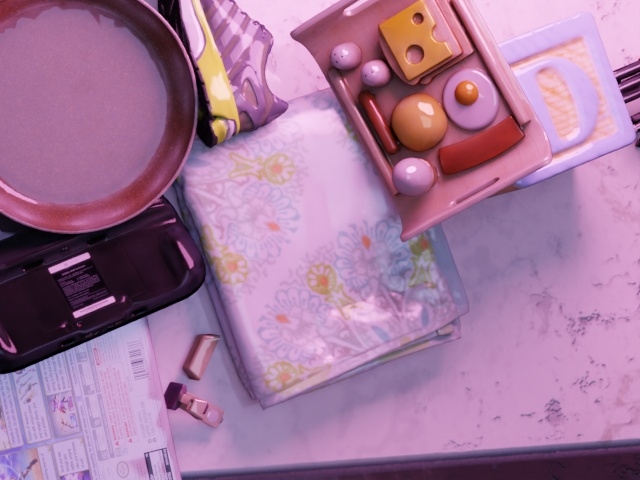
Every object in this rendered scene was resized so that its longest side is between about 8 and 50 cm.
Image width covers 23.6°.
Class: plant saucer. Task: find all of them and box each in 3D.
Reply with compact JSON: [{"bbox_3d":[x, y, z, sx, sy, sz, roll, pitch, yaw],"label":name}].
[{"bbox_3d":[-0.306,-0.165,1.872,0.310,0.050,0.311,-3,100,-15],"label":"plant saucer"}]

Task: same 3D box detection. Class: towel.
[{"bbox_3d":[0.000,0.000,2.006,0.320,0.090,0.375,-20,92,-18],"label":"towel"}]

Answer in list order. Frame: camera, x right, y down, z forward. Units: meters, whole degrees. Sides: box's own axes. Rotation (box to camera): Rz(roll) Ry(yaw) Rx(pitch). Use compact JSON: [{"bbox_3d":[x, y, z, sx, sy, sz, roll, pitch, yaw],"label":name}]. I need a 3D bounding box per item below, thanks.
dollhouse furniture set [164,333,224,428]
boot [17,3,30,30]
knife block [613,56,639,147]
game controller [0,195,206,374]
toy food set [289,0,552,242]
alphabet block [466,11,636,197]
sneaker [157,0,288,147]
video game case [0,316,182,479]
[{"bbox_3d":[-0.132,0.183,1.963,0.081,0.091,0.114,32,74,-28],"label":"dollhouse furniture set"},{"bbox_3d":[-0.454,-0.376,1.892,0.220,0.109,0.284,1,97,-9],"label":"boot"},{"bbox_3d":[0.516,-0.254,2.181,0.242,0.088,0.276,23,80,-15],"label":"knife block"},{"bbox_3d":[-0.305,0.047,1.896,0.319,0.067,0.166,-23,74,-21],"label":"game controller"},{"bbox_3d":[0.122,-0.180,1.903,0.219,0.092,0.306,-29,87,21],"label":"toy food set"},{"bbox_3d":[0.271,-0.174,2.045,0.193,0.197,0.192,-20,93,-17],"label":"alphabet block"},{"bbox_3d":[-0.129,-0.267,1.967,0.121,0.111,0.300,-10,79,-22],"label":"sneaker"},{"bbox_3d":[-0.314,0.234,1.905,0.244,0.061,0.270,-12,88,-18],"label":"video game case"}]
